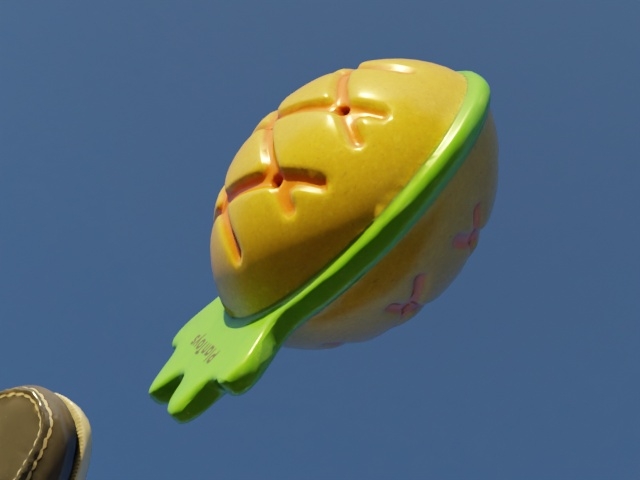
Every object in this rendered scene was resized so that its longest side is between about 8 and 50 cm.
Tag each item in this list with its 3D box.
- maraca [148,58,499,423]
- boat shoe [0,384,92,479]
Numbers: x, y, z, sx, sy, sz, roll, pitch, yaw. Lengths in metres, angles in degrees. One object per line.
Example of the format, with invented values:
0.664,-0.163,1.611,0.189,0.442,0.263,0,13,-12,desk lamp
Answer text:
0.000,0.000,0.709,0.099,0.127,0.185,44,-97,-12,maraca
-0.168,0.119,0.611,0.206,0.065,0.075,-42,-131,-13,boat shoe
